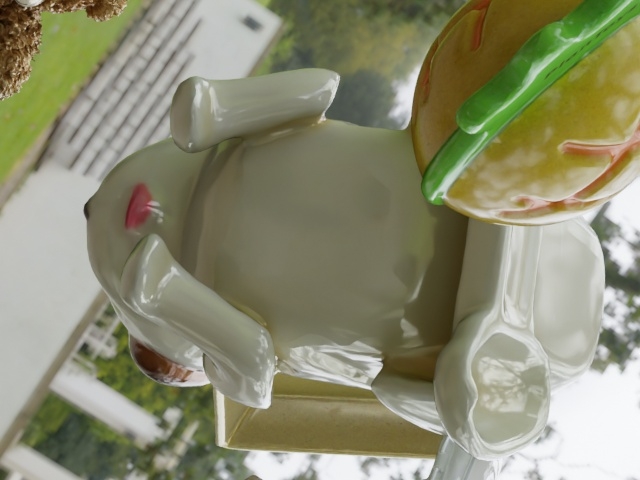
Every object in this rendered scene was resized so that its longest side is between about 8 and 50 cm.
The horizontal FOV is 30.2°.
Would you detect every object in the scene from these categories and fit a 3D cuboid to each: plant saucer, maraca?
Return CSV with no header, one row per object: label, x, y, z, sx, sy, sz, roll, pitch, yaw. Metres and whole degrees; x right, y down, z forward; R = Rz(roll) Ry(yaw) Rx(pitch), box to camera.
plant saucer,0.052,0.150,1.288,0.332,0.333,0.081,98,-5,-64
maraca,0.091,-0.062,0.468,0.127,0.099,0.185,-42,172,-4

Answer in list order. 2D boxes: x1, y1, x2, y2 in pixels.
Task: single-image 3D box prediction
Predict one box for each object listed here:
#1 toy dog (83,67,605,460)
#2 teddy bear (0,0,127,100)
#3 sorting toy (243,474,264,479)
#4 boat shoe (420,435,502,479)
toy dog,0.000,0.000,0.949,0.395,0.408,0.284,12,82,-61
teddy bear,-0.360,-0.265,1.165,0.113,0.338,0.245,-37,139,-65
sorting toy,-0.164,0.285,0.767,0.257,0.089,0.255,-25,140,-53
boat shoe,0.102,0.224,1.005,0.066,0.063,0.184,78,31,-42
